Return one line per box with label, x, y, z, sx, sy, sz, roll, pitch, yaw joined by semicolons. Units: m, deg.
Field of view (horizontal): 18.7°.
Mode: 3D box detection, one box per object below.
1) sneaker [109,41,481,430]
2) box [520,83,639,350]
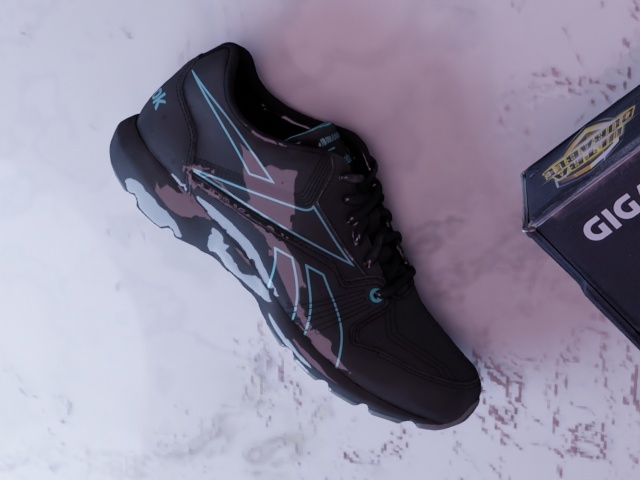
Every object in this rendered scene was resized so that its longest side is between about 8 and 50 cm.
sneaker;0.000;0.000;1.122;0.267;0.101;0.106;42;110;-1
box;0.308;-0.009;1.010;0.295;0.073;0.293;-37;114;22
